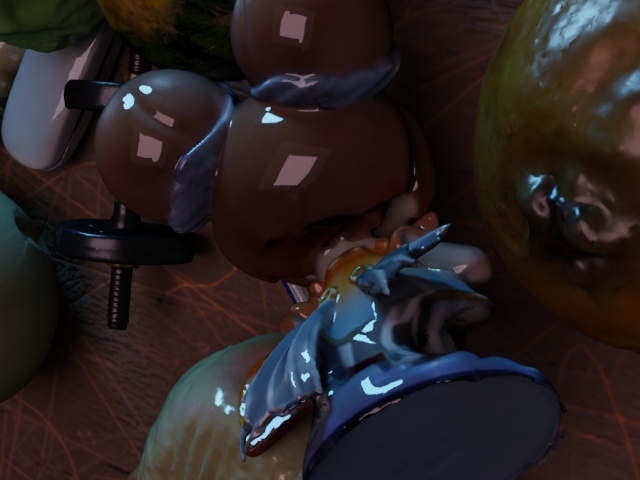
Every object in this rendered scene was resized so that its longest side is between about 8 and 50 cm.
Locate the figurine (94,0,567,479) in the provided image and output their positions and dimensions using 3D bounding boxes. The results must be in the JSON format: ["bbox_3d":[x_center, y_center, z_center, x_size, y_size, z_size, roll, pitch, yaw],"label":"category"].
[{"bbox_3d":[0.000,0.001,0.809,0.277,0.248,0.388,-33,49,17],"label":"figurine"}]

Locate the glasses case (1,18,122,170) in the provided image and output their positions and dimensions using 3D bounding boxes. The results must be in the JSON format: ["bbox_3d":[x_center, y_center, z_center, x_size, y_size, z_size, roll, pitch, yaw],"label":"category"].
[{"bbox_3d":[-0.276,-0.187,1.148,0.092,0.059,0.233,30,104,25],"label":"glasses case"}]

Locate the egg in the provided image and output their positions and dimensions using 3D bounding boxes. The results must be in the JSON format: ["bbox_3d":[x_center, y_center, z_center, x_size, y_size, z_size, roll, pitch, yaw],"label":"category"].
[{"bbox_3d":[-0.394,0.050,1.132,0.219,0.219,0.269,-40,81,22],"label":"egg"}]

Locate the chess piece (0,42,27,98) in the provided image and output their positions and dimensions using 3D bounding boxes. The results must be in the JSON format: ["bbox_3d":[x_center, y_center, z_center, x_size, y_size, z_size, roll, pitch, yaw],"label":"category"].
[{"bbox_3d":[-0.383,-0.181,1.188,0.094,0.094,0.170,41,105,18],"label":"chess piece"}]

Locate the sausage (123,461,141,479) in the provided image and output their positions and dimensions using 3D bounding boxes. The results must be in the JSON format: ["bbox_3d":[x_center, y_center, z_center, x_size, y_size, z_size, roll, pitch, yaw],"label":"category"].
[{"bbox_3d":[-0.217,0.282,1.166,0.024,0.024,0.132,46,111,16],"label":"sausage"}]

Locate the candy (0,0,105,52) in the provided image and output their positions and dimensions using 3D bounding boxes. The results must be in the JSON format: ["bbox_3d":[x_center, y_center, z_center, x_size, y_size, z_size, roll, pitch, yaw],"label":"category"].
[{"bbox_3d":[-0.309,-0.353,1.084,0.142,0.132,0.343,-46,57,40],"label":"candy"}]

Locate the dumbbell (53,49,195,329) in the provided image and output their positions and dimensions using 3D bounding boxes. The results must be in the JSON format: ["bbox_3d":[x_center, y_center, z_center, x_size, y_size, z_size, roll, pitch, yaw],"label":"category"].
[{"bbox_3d":[-0.191,-0.070,1.068,0.143,0.143,0.325,8,97,25],"label":"dumbbell"}]

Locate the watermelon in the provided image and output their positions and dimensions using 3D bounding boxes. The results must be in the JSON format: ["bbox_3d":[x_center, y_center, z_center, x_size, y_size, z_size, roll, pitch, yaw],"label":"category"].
[{"bbox_3d":[-0.089,-0.276,0.949,0.269,0.269,0.269,2,94,26],"label":"watermelon"}]

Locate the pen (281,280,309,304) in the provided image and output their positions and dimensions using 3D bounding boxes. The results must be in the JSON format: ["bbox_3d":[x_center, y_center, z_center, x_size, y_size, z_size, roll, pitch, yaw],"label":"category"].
[{"bbox_3d":[-0.005,0.083,1.053,0.025,0.025,0.204,-31,80,24],"label":"pen"}]

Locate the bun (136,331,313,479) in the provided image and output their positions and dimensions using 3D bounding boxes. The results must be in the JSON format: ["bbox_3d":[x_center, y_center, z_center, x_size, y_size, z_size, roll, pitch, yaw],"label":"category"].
[{"bbox_3d":[-0.007,0.258,0.956,0.361,0.213,0.361,17,115,42],"label":"bun"}]

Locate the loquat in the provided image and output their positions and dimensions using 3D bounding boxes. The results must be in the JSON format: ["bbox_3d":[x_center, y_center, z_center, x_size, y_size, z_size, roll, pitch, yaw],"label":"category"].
[{"bbox_3d":[0.269,-0.077,0.754,0.328,0.328,0.328,2,94,26],"label":"loquat"}]
